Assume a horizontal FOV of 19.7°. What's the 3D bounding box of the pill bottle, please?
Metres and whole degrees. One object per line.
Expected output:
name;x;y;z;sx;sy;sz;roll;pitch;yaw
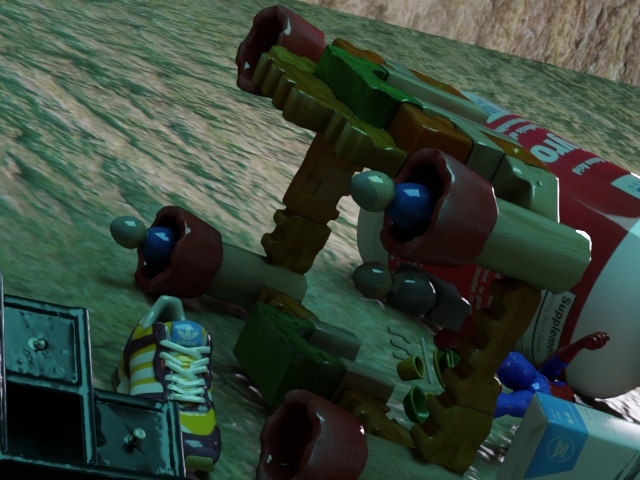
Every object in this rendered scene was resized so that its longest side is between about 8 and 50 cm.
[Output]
pill bottle;0.259;0.022;1.936;0.408;0.229;0.229;30;18;26

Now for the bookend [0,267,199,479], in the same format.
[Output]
bookend;-0.163;0.112;1.249;0.157;0.072;0.156;14;47;-27

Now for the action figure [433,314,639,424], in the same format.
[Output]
action figure;0.218;0.126;1.638;0.280;0.139;0.091;33;42;-61

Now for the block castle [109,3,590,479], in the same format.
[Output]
block castle;0.000;0.000;1.543;0.213;0.303;0.453;21;15;-28

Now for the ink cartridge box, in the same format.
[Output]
ink cartridge box;0.246;0.207;1.539;0.180;0.104;0.060;18;16;-13

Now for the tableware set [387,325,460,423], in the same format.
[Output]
tableware set;0.110;0.133;1.655;0.154;0.024;0.104;28;47;-57

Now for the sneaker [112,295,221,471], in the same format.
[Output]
sneaker;-0.114;0.108;1.425;0.070;0.084;0.185;14;17;-26
